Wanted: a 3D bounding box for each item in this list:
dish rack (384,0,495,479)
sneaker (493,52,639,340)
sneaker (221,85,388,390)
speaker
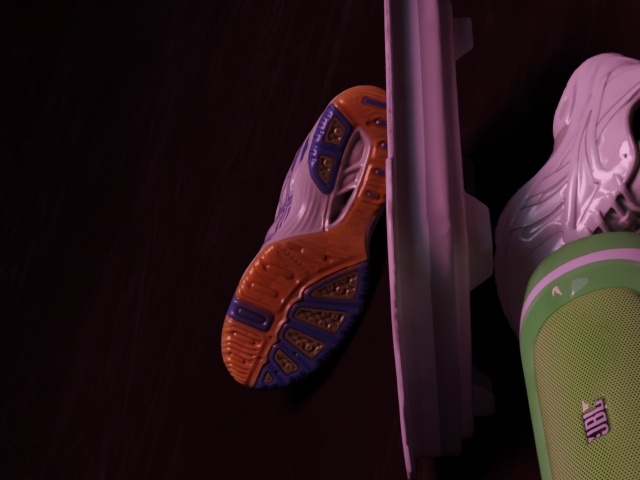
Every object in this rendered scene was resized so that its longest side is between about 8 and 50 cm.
[{"bbox_3d":[0.089,-0.018,1.285,0.285,0.072,0.332,82,-174,-47],"label":"dish rack"},{"bbox_3d":[0.199,-0.029,1.185,0.115,0.090,0.232,4,72,61],"label":"sneaker"},{"bbox_3d":[0.000,0.000,1.569,0.296,0.112,0.131,-63,7,2],"label":"sneaker"},{"bbox_3d":[0.193,0.134,1.001,0.131,0.131,0.296,-48,30,34],"label":"speaker"}]
